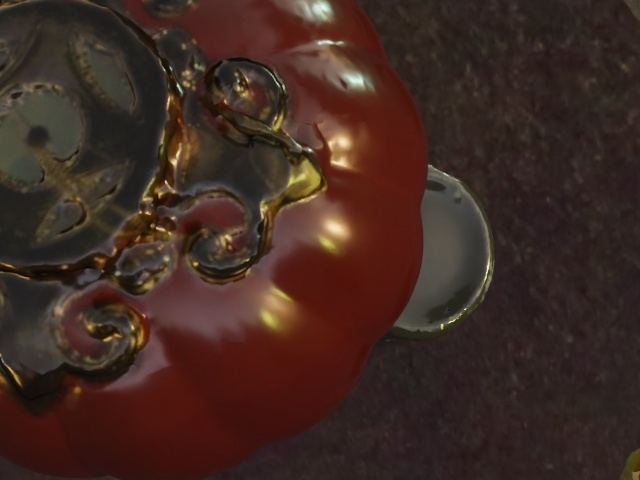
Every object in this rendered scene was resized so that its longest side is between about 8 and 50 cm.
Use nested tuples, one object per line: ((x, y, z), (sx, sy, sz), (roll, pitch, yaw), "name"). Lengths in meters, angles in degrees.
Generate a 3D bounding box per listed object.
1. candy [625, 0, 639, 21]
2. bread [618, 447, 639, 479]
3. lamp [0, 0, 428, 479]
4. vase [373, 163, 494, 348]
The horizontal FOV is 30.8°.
((0.367, -0.278, 0.961), (0.295, 0.295, 0.185), (31, 29, 31), "candy")
((0.478, 0.251, 1.170), (0.341, 0.300, 0.210), (-25, 63, 19), "bread")
((-0.068, -0.016, 0.463), (0.227, 0.227, 0.226), (-8, 55, 11), "lamp")
((0.000, 0.000, 0.792), (0.156, 0.301, 0.251), (-18, 95, -20), "vase")
